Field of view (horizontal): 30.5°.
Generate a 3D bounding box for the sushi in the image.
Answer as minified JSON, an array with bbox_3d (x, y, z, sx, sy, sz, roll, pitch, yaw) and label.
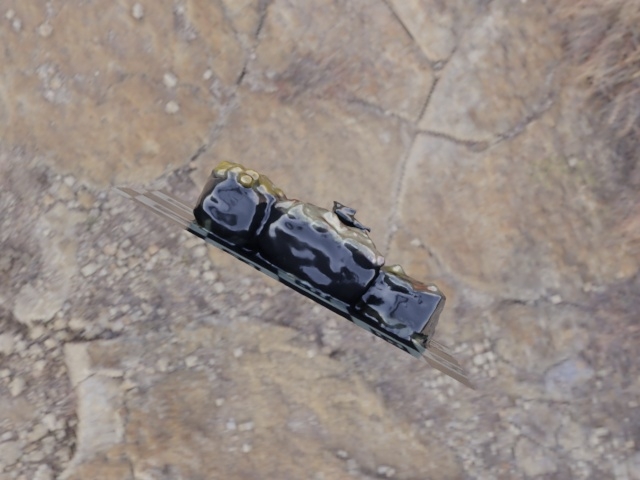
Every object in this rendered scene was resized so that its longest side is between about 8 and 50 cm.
[{"bbox_3d":[0.000,0.000,0.680,0.215,0.192,0.050,29,92,1],"label":"sushi"}]
